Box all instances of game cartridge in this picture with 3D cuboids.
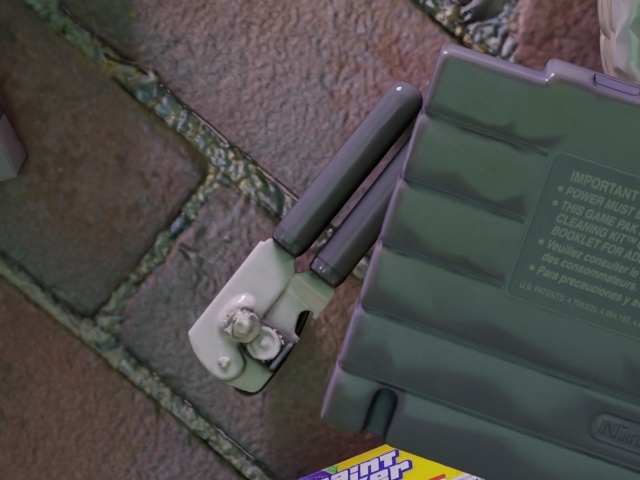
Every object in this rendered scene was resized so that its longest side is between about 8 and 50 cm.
[{"bbox_3d":[0.201,0.048,0.618,0.355,0.068,0.230,19,100,4],"label":"game cartridge"}]

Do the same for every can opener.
[{"bbox_3d":[0.000,0.000,0.907,0.074,0.093,0.280,38,97,4],"label":"can opener"}]

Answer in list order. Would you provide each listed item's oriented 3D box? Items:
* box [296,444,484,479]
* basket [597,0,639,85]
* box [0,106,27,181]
[{"bbox_3d":[0.120,0.296,0.846,0.290,0.177,0.279,-24,117,13],"label":"box"},{"bbox_3d":[0.354,-0.059,0.736,0.332,0.266,0.328,-6,100,11],"label":"basket"},{"bbox_3d":[-0.344,-0.117,0.920,0.145,0.038,0.186,-13,124,11],"label":"box"}]
